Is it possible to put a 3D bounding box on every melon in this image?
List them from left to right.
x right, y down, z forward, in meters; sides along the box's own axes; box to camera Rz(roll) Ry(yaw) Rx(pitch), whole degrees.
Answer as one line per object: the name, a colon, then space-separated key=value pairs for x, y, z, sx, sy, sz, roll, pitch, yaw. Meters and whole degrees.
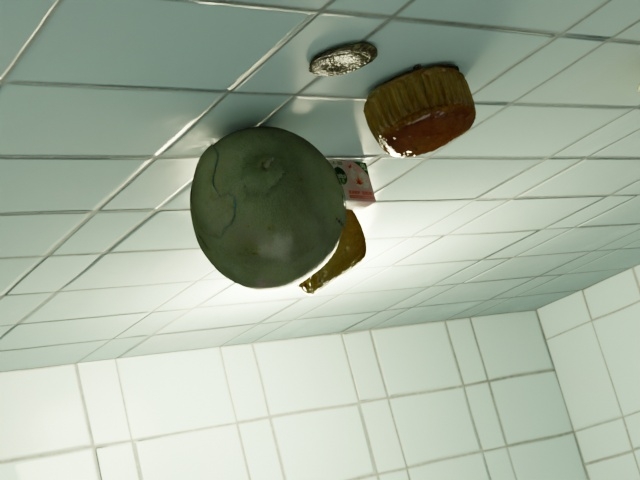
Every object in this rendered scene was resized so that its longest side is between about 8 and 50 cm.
melon: x=-0.089 y=-0.056 z=1.962 sx=0.268 sy=0.269 sz=0.330 roll=-14 pitch=153 yaw=-4

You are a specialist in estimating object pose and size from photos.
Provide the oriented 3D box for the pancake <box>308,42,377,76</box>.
pancake: x=0.035 y=-0.275 z=1.773 sx=0.114 sy=0.011 sz=0.115 roll=-14 pitch=165 yaw=-4

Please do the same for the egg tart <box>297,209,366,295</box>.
egg tart: x=0.000 y=0.000 z=2.451 sx=0.147 sy=0.203 sz=0.202 roll=-24 pitch=169 yaw=-20

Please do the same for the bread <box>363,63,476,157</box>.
bread: x=0.170 y=-0.212 z=1.957 sx=0.199 sy=0.104 sz=0.199 roll=-16 pitch=165 yaw=-4

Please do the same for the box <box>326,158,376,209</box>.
box: x=0.045 y=-0.108 z=2.248 sx=0.125 sy=0.089 sz=0.043 roll=0 pitch=159 yaw=-46

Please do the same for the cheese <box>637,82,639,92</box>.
cheese: x=0.809 y=-0.335 z=2.261 sx=0.400 sy=0.034 sz=0.085 roll=-11 pitch=165 yaw=-16
